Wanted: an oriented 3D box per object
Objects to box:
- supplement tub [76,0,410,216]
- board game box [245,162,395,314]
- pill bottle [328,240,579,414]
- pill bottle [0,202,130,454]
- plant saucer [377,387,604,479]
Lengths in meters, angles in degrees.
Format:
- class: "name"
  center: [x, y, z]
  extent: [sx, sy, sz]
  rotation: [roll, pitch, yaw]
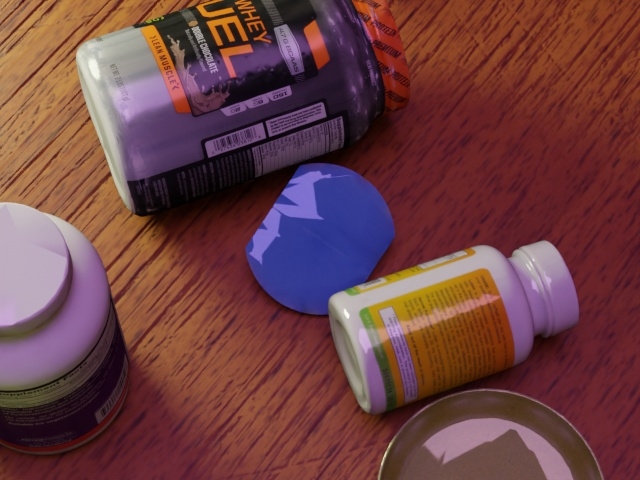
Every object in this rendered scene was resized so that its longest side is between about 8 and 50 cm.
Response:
- class: "supplement tub"
  center: [-0.085, -0.171, 1.702]
  extent: [0.338, 0.207, 0.207]
  rotation: [-20, 68, -10]
- class: "board game box"
  center: [0.000, 0.000, 1.711]
  extent: [0.133, 0.033, 0.169]
  rotation: [34, 84, -4]
- class: "pill bottle"
  center: [0.143, 0.085, 1.627]
  extent: [0.245, 0.136, 0.136]
  rotation: [-18, 67, -9]
- class: "pill bottle"
  center: [-0.292, 0.087, 1.517]
  extent: [0.181, 0.323, 0.182]
  rotation: [0, 65, -1]
- class: "plant saucer"
  center: [0.178, 0.275, 1.597]
  extent: [0.240, 0.037, 0.241]
  rotation: [0, 66, -1]
